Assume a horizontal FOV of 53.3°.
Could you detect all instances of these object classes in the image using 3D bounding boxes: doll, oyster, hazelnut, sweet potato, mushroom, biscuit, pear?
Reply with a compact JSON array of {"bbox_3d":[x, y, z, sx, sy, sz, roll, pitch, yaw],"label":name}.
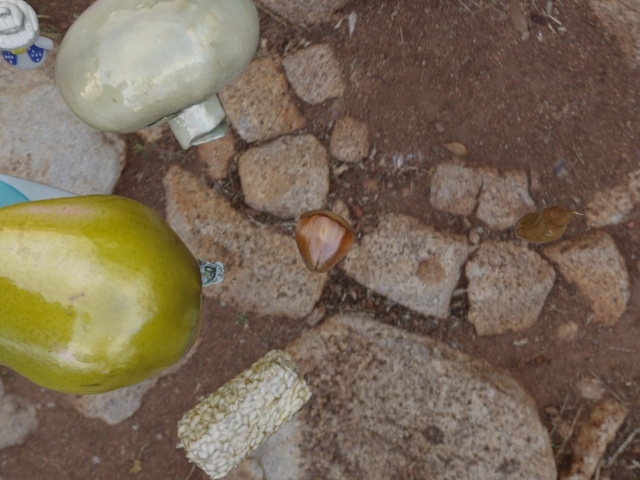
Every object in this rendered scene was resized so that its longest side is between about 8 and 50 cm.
[{"bbox_3d":[-0.676,-0.450,1.425,0.138,0.293,0.119,-7,86,-15],"label":"doll"},{"bbox_3d":[-0.259,0.071,1.374,0.100,0.037,0.098,8,135,-14],"label":"oyster"},{"bbox_3d":[0.000,0.000,1.464,0.151,0.150,0.150,4,120,7],"label":"hazelnut"},{"bbox_3d":[0.345,-0.026,0.964,0.057,0.195,0.056,1,80,-6],"label":"sweet potato"},{"bbox_3d":[-0.182,-0.207,0.750,0.246,0.246,0.202,-15,116,17],"label":"mushroom"},{"bbox_3d":[-0.090,0.206,0.771,0.168,0.070,0.082,-39,125,-6],"label":"biscuit"},{"bbox_3d":[-0.329,0.078,0.869,0.337,0.285,0.284,-14,125,-29],"label":"pear"}]

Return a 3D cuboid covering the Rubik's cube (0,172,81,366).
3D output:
[{"bbox_3d":[-0.642,0.094,1.443,0.348,0.351,0.352,15,153,4],"label":"Rubik's cube"}]
